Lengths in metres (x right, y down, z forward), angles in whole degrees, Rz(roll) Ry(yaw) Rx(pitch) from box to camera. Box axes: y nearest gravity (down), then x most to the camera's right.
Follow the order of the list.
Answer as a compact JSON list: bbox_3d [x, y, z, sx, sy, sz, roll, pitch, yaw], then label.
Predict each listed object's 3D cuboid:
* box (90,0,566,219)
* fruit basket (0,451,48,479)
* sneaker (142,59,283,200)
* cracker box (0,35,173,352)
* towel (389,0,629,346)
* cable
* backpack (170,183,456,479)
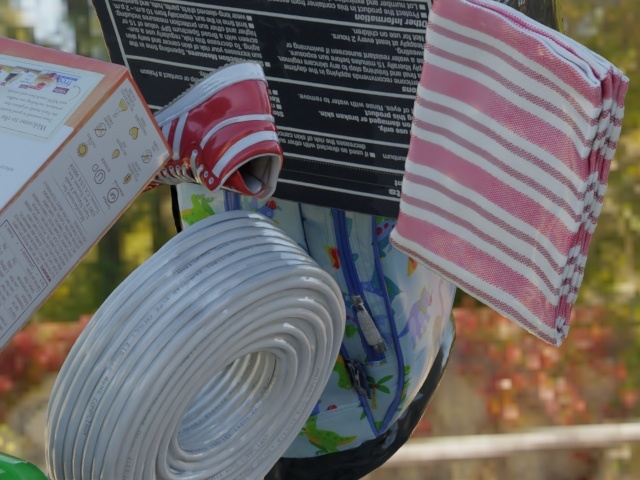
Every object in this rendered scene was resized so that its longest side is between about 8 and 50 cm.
[{"bbox_3d":[0.001,-0.186,1.392,0.296,0.294,0.183,11,46,26],"label":"box"},{"bbox_3d":[-0.355,0.282,1.287,0.282,0.392,0.392,18,3,6],"label":"fruit basket"},{"bbox_3d":[-0.066,-0.038,1.046,0.042,0.067,0.118,5,-31,-45],"label":"sneaker"},{"bbox_3d":[-0.204,0.000,0.967,0.155,0.067,0.232,17,56,38],"label":"cracker box"},{"bbox_3d":[0.108,-0.045,1.206,0.144,0.197,0.029,32,38,33],"label":"towel"},{"bbox_3d":[-0.091,0.104,1.450,0.257,0.257,0.089,-36,59,-27],"label":"cable"},{"bbox_3d":[0.000,0.000,1.684,0.273,0.356,0.290,-14,30,32],"label":"backpack"}]
